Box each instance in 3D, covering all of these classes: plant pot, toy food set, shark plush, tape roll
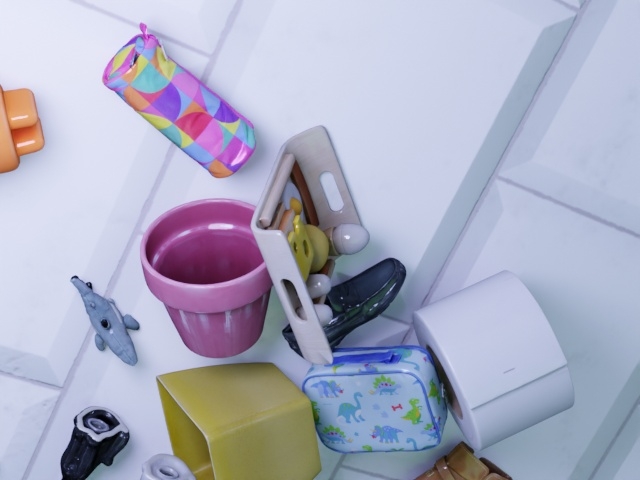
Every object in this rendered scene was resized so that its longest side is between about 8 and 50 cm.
[{"bbox_3d":[-0.154,0.067,1.663,0.201,0.201,0.180,-12,131,-11],"label":"plant pot"},{"bbox_3d":[0.000,0.000,1.622,0.092,0.306,0.220,-11,120,18],"label":"toy food set"},{"bbox_3d":[-0.317,0.113,1.692,0.073,0.067,0.161,-20,118,-7],"label":"shark plush"},{"bbox_3d":[0.272,0.191,1.807,0.169,0.246,0.246,-24,118,-4],"label":"tape roll"},{"bbox_3d":[-0.118,0.309,1.776,0.187,0.212,0.212,-20,118,-23],"label":"plant pot"}]

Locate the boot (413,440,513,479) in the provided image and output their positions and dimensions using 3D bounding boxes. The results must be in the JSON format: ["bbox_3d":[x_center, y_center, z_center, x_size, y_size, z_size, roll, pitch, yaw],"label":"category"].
[{"bbox_3d":[0.265,0.501,2.036,0.283,0.109,0.220,41,93,-20],"label":"boot"}]

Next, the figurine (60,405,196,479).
[{"bbox_3d":[-0.325,0.402,1.771,0.215,0.092,0.209,32,112,10],"label":"figurine"}]

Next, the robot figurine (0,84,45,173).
[{"bbox_3d":[-0.481,-0.138,1.496,0.219,0.158,0.128,-13,82,-12],"label":"robot figurine"}]

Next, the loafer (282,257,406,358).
[{"bbox_3d":[0.038,0.101,1.789,0.223,0.076,0.078,-39,126,7],"label":"loafer"}]

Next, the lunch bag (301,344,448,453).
[{"bbox_3d":[0.089,0.252,1.817,0.219,0.090,0.176,-7,120,24],"label":"lunch bag"}]

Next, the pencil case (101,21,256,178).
[{"bbox_3d":[-0.194,-0.189,1.579,0.104,0.104,0.236,-45,119,6],"label":"pencil case"}]
